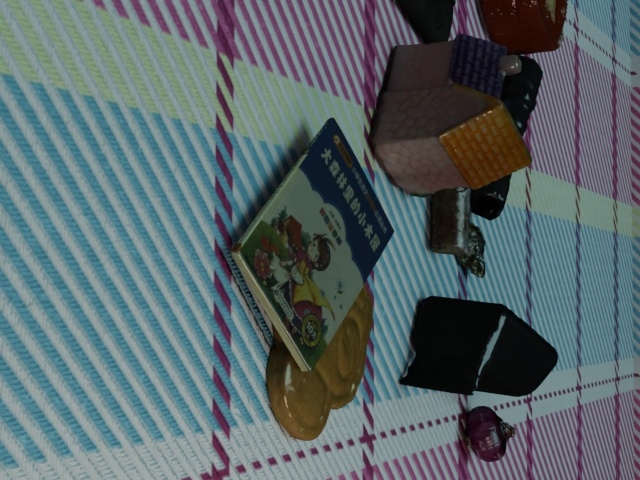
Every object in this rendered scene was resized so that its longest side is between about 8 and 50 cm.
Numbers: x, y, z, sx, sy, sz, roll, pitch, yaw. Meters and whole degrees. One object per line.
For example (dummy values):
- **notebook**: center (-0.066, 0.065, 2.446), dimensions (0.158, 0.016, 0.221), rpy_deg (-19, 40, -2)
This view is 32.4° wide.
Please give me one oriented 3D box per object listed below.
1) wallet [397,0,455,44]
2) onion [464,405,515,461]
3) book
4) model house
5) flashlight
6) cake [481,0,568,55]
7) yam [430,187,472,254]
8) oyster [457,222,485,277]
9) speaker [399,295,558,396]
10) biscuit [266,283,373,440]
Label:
- **wallet**: center (0.172, -0.492, 2.003), dimensions (0.321, 0.044, 0.170), rpy_deg (40, 56, -54)
- **onion**: center (0.341, 0.389, 2.219), dimensions (0.115, 0.104, 0.115), rpy_deg (-10, 90, -77)
- **book**: center (0.000, 0.000, 1.597), dimensions (0.228, 0.018, 0.322), rpy_deg (61, 42, -29)
- **model house**: center (0.245, -0.215, 1.923), dimensions (0.202, 0.237, 0.237), rpy_deg (51, 45, -46)
- **flashlight**: center (0.397, -0.224, 2.357), dimensions (0.103, 0.103, 0.424), rpy_deg (59, 40, -43)
- **cake**: center (0.453, -0.519, 2.421), dimensions (0.283, 0.151, 0.177), rpy_deg (33, 56, -62)
- **yam**: center (0.246, -0.046, 2.087), dimensions (0.079, 0.079, 0.141), rpy_deg (16, 76, -61)
- **oyster**: center (0.305, 0.003, 2.224), dimensions (0.148, 0.051, 0.103), rpy_deg (43, 44, -40)
- **speaker**: center (0.302, 0.235, 2.091), dimensions (0.388, 0.180, 0.184), rpy_deg (35, 66, -55)
- **biscuit**: center (0.015, 0.126, 1.678), dimensions (0.269, 0.051, 0.376), rpy_deg (61, 38, -43)
